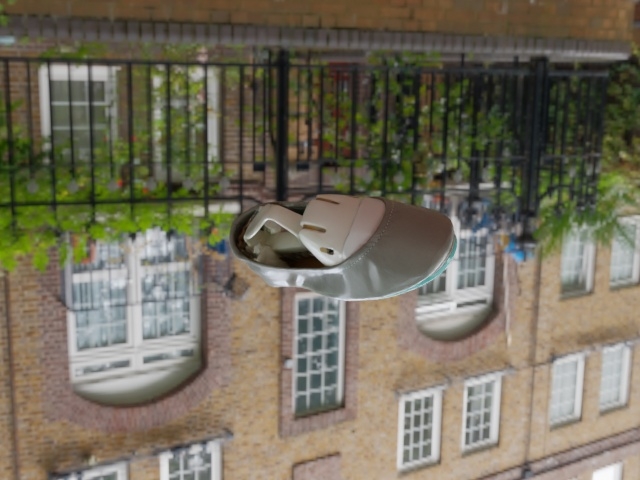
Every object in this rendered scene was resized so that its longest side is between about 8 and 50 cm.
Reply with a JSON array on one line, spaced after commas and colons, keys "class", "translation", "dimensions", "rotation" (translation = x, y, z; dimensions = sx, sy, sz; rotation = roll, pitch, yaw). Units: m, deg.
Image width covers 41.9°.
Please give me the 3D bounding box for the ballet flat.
[{"class": "ballet flat", "translation": [0.000, 0.000, 0.571], "dimensions": [0.068, 0.072, 0.213], "rotation": [38, 158, -26]}]
